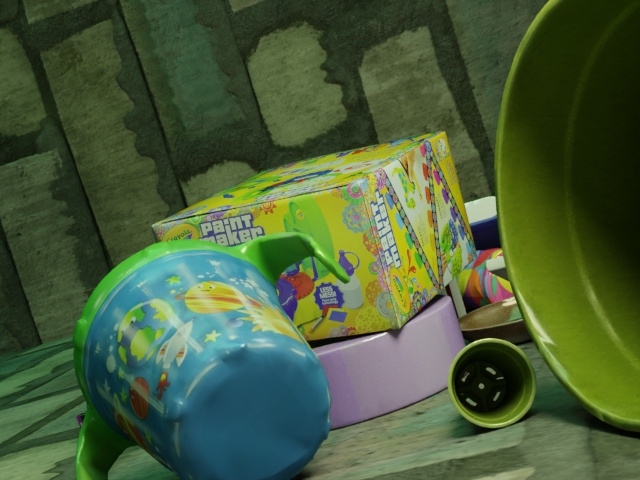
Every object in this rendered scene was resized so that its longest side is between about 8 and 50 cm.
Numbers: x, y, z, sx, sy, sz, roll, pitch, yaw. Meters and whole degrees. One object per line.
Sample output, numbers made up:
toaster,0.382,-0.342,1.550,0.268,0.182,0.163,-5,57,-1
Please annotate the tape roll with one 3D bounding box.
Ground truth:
tape roll,0.040,0.149,1.405,0.275,0.090,0.275,-17,3,1

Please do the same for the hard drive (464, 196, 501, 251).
hard drive,0.238,0.016,1.887,0.210,0.040,0.318,-16,-21,21

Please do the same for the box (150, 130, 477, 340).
box,0.000,0.000,1.435,0.290,0.177,0.279,-10,11,30

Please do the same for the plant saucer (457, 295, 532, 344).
plant saucer,0.268,0.099,1.493,0.198,0.036,0.198,-18,3,1

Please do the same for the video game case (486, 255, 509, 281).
video game case,0.311,0.031,1.460,0.157,0.019,0.143,-16,-22,30

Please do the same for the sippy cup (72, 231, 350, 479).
sippy cup,-0.105,0.138,1.148,0.240,0.305,0.224,5,13,-28

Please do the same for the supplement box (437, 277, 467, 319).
supplement box,0.080,0.100,1.642,0.239,0.130,0.073,-16,5,1

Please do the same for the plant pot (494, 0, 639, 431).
plant pot,0.392,-0.048,0.981,0.353,0.366,0.366,-6,0,-19

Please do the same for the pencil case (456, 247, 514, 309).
pencil case,0.245,0.065,1.718,0.104,0.104,0.236,-18,5,-17

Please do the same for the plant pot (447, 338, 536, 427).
plant pot,0.161,0.139,1.115,0.083,0.083,0.079,-17,-9,-2

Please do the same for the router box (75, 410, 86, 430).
router box,-0.260,0.244,1.740,0.133,0.046,0.179,-16,4,29
